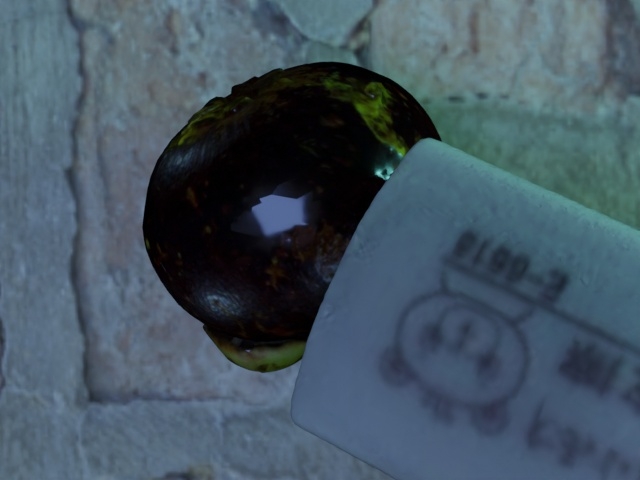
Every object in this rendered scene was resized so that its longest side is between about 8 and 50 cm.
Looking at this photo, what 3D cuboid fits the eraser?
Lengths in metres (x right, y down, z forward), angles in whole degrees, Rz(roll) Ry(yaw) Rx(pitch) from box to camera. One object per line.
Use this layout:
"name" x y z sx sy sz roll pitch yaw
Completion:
"eraser" 0.131 0.075 1.019 0.270 0.095 0.174 27 93 29

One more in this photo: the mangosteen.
"mangosteen" 0.000 0.000 1.207 0.192 0.192 0.217 -25 111 20
